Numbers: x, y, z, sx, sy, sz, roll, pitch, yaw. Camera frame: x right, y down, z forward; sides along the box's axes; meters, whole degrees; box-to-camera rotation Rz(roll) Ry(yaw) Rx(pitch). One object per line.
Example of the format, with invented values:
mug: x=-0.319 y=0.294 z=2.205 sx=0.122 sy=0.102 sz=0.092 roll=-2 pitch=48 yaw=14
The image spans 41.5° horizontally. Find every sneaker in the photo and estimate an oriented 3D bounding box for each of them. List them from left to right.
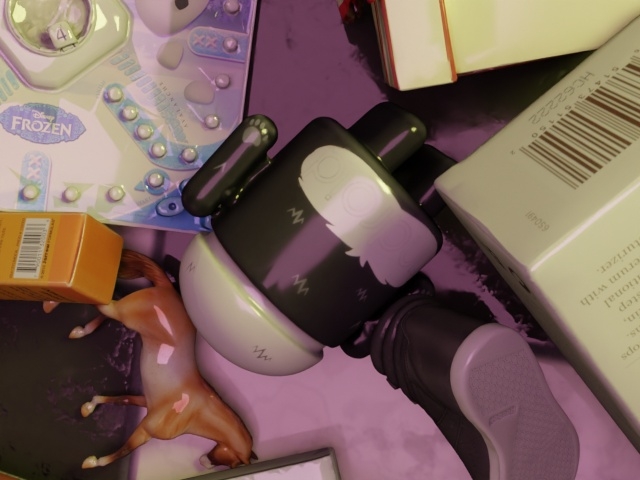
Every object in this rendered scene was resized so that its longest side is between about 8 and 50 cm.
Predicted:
sneaker: x=0.144 y=0.157 z=0.792 sx=0.105 sy=0.147 sz=0.295 roll=-40 pitch=128 yaw=-16

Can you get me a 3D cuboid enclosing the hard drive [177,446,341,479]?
hard drive: x=-0.059 y=0.402 z=0.826 sx=0.233 sy=0.047 sz=0.352 roll=-14 pitch=88 yaw=5

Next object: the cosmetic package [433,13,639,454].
cosmetic package: x=0.316 y=0.064 z=0.655 sx=0.230 sy=0.161 sz=0.453 roll=-39 pitch=118 yaw=4

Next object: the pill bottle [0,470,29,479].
pill bottle: x=-0.340 y=0.291 z=0.843 sx=0.216 sy=0.121 sz=0.121 roll=17 pitch=93 yaw=5

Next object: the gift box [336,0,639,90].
gift box: x=0.130 y=-0.276 z=0.728 sx=0.258 sy=0.255 sz=0.276 roll=-11 pitch=96 yaw=4

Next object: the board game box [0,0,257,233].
board game box: x=-0.256 y=-0.217 z=0.803 sx=0.390 sy=0.050 sz=0.389 roll=7 pitch=91 yaw=-12

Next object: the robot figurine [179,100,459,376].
robot figurine: x=-0.002 y=-0.002 z=0.784 sx=0.278 sy=0.173 sz=0.209 roll=-44 pitch=73 yaw=5

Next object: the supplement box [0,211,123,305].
supplement box: x=-0.319 y=0.016 z=0.829 sx=0.234 sy=0.078 sz=0.080 roll=3 pitch=73 yaw=18

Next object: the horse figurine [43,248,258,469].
horse figurine: x=-0.176 y=0.121 z=0.854 sx=0.175 sy=0.066 sz=0.263 roll=-11 pitch=93 yaw=13
